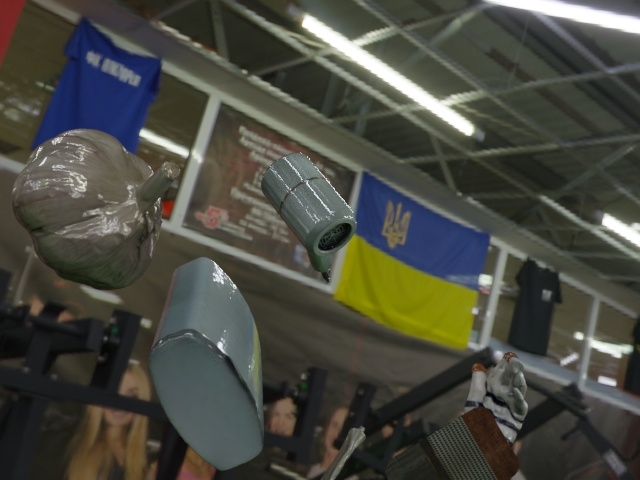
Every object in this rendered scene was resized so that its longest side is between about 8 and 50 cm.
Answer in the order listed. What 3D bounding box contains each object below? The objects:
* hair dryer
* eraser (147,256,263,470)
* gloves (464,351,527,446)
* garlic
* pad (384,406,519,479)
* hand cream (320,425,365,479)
[{"bbox_3d":[0.000,0.000,1.476,0.173,0.108,0.357,54,-9,30],"label":"hair dryer"},{"bbox_3d":[-0.142,0.149,1.035,0.189,0.104,0.290,60,4,-16],"label":"eraser"},{"bbox_3d":[0.419,0.372,1.817,0.140,0.218,0.131,12,-21,37],"label":"gloves"},{"bbox_3d":[-0.260,-0.048,1.003,0.212,0.218,0.219,-15,-25,26],"label":"garlic"},{"bbox_3d":[0.309,0.527,1.555,0.323,0.250,0.055,58,-5,15],"label":"pad"},{"bbox_3d":[0.038,0.425,1.506,0.037,0.165,0.057,44,-33,-7],"label":"hand cream"}]
